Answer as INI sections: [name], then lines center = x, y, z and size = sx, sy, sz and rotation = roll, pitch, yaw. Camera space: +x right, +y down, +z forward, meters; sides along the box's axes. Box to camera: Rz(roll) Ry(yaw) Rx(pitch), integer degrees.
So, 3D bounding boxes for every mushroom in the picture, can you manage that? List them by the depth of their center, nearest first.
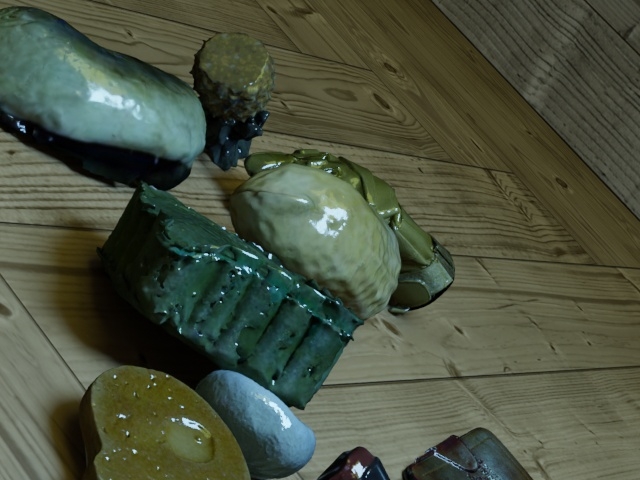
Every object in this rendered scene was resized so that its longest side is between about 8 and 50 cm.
[mushroom]
center = -0.271, -0.187, 2.158
size = 0.344, 0.130, 0.247
rotation = 29, 27, -33

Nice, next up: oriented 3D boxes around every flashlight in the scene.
[flashlight]
center = 0.092, 0.320, 1.841
size = 0.232, 0.093, 0.093
rotation = 46, 20, -2

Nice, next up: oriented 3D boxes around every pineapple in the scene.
[pineapple]
center = -0.120, -0.180, 2.335
size = 0.111, 0.237, 0.119
rotation = -6, 64, -10

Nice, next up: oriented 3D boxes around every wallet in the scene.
[wallet]
center = 0.188, 0.294, 2.136
size = 0.137, 0.031, 0.255
rotation = 47, 20, 14

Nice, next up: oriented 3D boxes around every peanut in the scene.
[peanut]
center = 0.005, 0.003, 2.148
size = 0.174, 0.158, 0.340
rotation = 49, -3, 18

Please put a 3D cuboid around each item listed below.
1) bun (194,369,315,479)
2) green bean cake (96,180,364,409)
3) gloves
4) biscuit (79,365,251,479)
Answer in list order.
[bun]
center = -0.073, 0.193, 1.780
size = 0.141, 0.083, 0.141
rotation = 31, -14, 8
[green bean cake]
center = -0.106, 0.055, 1.894
size = 0.255, 0.132, 0.241
rotation = 30, 5, -25
[gloves]
center = 0.037, -0.030, 2.369
size = 0.331, 0.141, 0.154
rotation = 35, 14, -26
[biscuit]
center = -0.150, 0.208, 1.650
size = 0.181, 0.049, 0.208
rotation = 23, 31, -31
